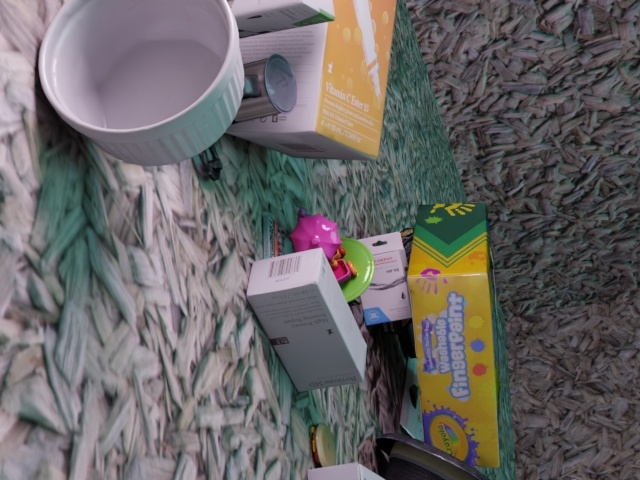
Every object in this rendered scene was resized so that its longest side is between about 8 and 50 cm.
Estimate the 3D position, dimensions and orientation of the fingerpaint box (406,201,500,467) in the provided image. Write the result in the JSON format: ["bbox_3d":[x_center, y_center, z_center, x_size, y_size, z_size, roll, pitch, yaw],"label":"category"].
[{"bbox_3d":[0.292,0.190,2.086,0.371,0.163,0.444,-69,154,-65],"label":"fingerpaint box"}]

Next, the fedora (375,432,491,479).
[{"bbox_3d":[0.225,0.510,1.888,0.152,0.334,0.334,-58,146,-19],"label":"fedora"}]

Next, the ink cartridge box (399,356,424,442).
[{"bbox_3d":[0.253,0.430,2.330,0.239,0.060,0.275,46,28,-17],"label":"ink cartridge box"}]

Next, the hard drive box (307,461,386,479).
[{"bbox_3d":[0.063,0.473,1.599,0.232,0.089,0.181,50,32,-59],"label":"hard drive box"}]

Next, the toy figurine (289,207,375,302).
[{"bbox_3d":[0.000,0.000,1.650,0.173,0.130,0.159,62,2,34],"label":"toy figurine"}]

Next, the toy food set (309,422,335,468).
[{"bbox_3d":[0.005,0.337,1.616,0.083,0.020,0.082,41,40,-64],"label":"toy food set"}]

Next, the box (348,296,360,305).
[{"bbox_3d":[0.025,0.047,1.853,0.207,0.036,0.114,42,40,-64],"label":"box"}]

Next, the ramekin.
[{"bbox_3d":[-0.178,-0.176,1.042,0.109,0.207,0.207,68,16,-65],"label":"ramekin"}]

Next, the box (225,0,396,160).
[{"bbox_3d":[-0.008,-0.313,1.538,0.215,0.168,0.345,12,83,-60],"label":"box"}]

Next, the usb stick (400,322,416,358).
[{"bbox_3d":[0.192,0.145,2.334,0.077,0.045,0.277,-61,137,-63],"label":"usb stick"}]

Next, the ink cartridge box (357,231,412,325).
[{"bbox_3d":[0.132,0.079,2.072,0.060,0.104,0.180,-14,92,-73],"label":"ink cartridge box"}]

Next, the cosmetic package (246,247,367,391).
[{"bbox_3d":[-0.017,0.126,1.520,0.085,0.117,0.231,-81,153,-49],"label":"cosmetic package"}]

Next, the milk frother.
[{"bbox_3d":[-0.109,-0.168,1.364,0.129,0.135,0.143,-44,121,-55],"label":"milk frother"}]

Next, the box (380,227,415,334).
[{"bbox_3d":[0.186,0.087,2.237,0.220,0.051,0.175,-39,118,-54],"label":"box"}]

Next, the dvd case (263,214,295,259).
[{"bbox_3d":[-0.066,0.022,1.607,0.119,0.013,0.087,49,33,-58],"label":"dvd case"}]

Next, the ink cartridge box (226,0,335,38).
[{"bbox_3d":[-0.110,-0.330,1.335,0.160,0.220,0.092,-14,96,-73],"label":"ink cartridge box"}]
